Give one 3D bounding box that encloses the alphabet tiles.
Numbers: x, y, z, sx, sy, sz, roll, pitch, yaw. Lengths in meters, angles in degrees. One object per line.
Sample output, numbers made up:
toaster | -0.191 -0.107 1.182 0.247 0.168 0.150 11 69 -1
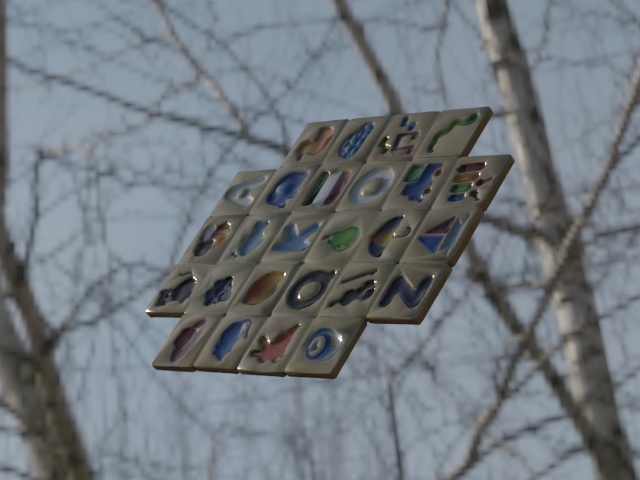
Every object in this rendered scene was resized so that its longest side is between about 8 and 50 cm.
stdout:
alphabet tiles | 0.000 0.000 1.567 0.342 0.285 0.011 -1 -41 47
